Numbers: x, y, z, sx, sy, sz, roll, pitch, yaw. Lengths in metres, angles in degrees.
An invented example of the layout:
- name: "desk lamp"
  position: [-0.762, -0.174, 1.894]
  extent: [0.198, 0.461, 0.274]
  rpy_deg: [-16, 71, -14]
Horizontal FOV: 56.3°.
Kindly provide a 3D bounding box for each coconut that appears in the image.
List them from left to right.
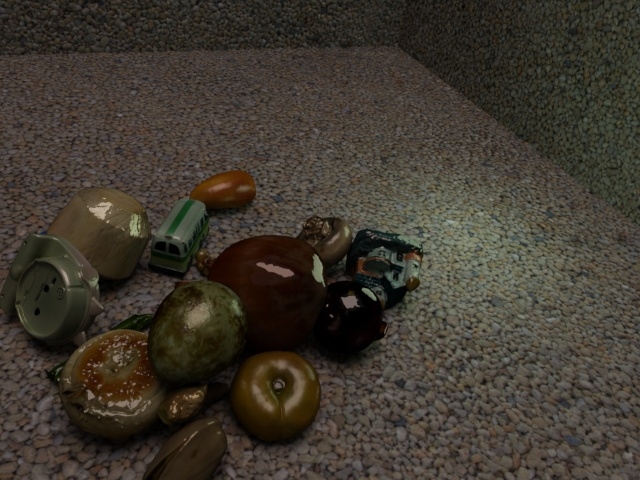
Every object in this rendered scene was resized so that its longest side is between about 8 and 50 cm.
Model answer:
- name: "coconut"
  position: [-0.698, -0.002, 1.873]
  extent: [0.329, 0.329, 0.329]
  rpy_deg: [7, 38, -6]

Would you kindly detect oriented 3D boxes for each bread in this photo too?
- name: "bread"
  position: [-0.513, 0.370, 1.531]
  extent: [0.305, 0.159, 0.305]
  rpy_deg: [11, 38, -8]

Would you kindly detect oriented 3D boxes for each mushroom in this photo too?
- name: "mushroom"
  position: [0.000, 0.000, 2.102]
  extent: [0.226, 0.178, 0.226]
  rpy_deg: [-30, 30, 19]

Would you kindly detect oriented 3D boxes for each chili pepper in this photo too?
- name: "chili pepper"
  position: [-0.592, 0.292, 1.688]
  extent: [0.085, 0.076, 0.359]
  rpy_deg: [14, 32, 39]

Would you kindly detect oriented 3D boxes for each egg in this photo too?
- name: "egg"
  position: [-0.310, 0.234, 1.498]
  extent: [0.238, 0.238, 0.289]
  rpy_deg: [22, 45, 13]

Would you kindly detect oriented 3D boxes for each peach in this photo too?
- name: "peach"
  position: [-0.118, 0.412, 1.599]
  extent: [0.251, 0.153, 0.251]
  rpy_deg: [5, 54, -7]

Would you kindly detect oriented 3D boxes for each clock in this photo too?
- name: "clock"
  position: [-0.733, 0.154, 1.656]
  extent: [0.324, 0.265, 0.108]
  rpy_deg: [33, 12, 25]

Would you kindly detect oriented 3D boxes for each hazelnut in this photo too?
- name: "hazelnut"
  position: [-0.159, 0.150, 1.748]
  extent: [0.366, 0.366, 0.366]
  rpy_deg: [7, 38, -6]

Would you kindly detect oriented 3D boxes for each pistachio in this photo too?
- name: "pistachio"
  position: [-0.318, 0.519, 1.411]
  extent: [0.138, 0.153, 0.238]
  rpy_deg: [26, 63, 34]

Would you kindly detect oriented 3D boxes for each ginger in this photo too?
- name: "ginger"
  position: [-0.308, 0.397, 1.518]
  extent: [0.086, 0.131, 0.294]
  rpy_deg: [54, 12, 12]

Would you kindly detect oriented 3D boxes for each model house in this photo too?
- name: "model house"
  position: [0.215, 0.128, 2.027]
  extent: [0.253, 0.184, 0.291]
  rpy_deg: [17, 44, -6]

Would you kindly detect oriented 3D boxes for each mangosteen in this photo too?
- name: "mangosteen"
  position: [0.095, 0.239, 1.835]
  extent: [0.265, 0.228, 0.228]
  rpy_deg: [20, 21, -49]

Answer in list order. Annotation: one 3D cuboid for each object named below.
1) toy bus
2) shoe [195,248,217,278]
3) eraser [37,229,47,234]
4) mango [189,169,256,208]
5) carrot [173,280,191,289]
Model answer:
- name: "toy bus"
  position: [-0.475, -0.024, 2.040]
  extent: [0.134, 0.164, 0.276]
  rpy_deg: [14, 38, 1]
- name: "shoe"
  position: [-0.377, 0.079, 2.012]
  extent: [0.072, 0.069, 0.109]
  rpy_deg: [-9, 48, -25]
- name: "eraser"
  position: [-0.914, -0.005, 2.012]
  extent: [0.063, 0.027, 0.085]
  rpy_deg: [30, 41, 24]
- name: "mango"
  position: [-0.382, -0.189, 2.300]
  extent: [0.187, 0.138, 0.257]
  rpy_deg: [20, 31, 31]
- name: "carrot"
  position: [-0.362, 0.166, 1.907]
  extent: [0.205, 0.072, 0.072]
  rpy_deg: [2, 38, -16]
